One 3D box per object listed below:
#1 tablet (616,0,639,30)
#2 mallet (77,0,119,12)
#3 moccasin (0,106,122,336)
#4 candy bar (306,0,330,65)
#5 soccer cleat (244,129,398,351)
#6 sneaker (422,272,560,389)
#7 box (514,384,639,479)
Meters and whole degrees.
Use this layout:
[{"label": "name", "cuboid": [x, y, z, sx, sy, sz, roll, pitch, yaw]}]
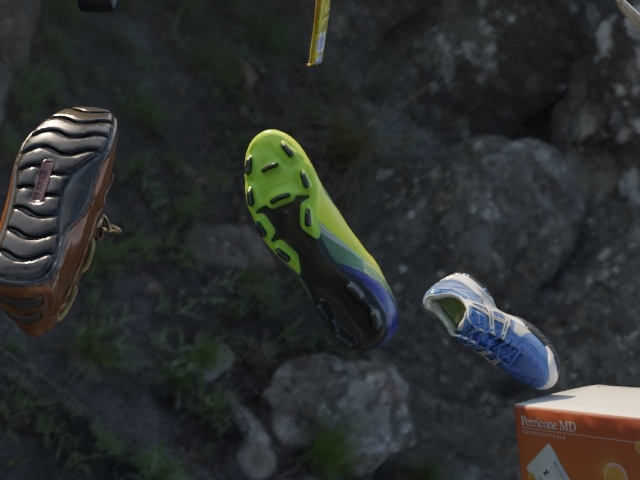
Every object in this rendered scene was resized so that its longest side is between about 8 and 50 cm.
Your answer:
[{"label": "tablet", "cuboid": [0.377, -0.253, 1.182, 0.083, 0.006, 0.054, 53, 12, 24]}, {"label": "mallet", "cuboid": [-0.371, -0.404, 1.513, 0.190, 0.062, 0.039, 49, 43, -61]}, {"label": "moccasin", "cuboid": [-0.354, -0.039, 1.399, 0.139, 0.147, 0.380, 0, 49, -2]}, {"label": "candy bar", "cuboid": [-0.001, -0.365, 1.672, 0.018, 0.162, 0.040, 21, 30, 22]}, {"label": "soccer cleat", "cuboid": [-0.001, 0.001, 1.208, 0.289, 0.093, 0.121, 60, 17, 2]}, {"label": "sneaker", "cuboid": [0.220, 0.127, 1.325, 0.211, 0.080, 0.081, 38, 31, 30]}, {"label": "box", "cuboid": [0.383, 0.362, 1.226, 0.168, 0.215, 0.346, -5, 89, -34]}]
